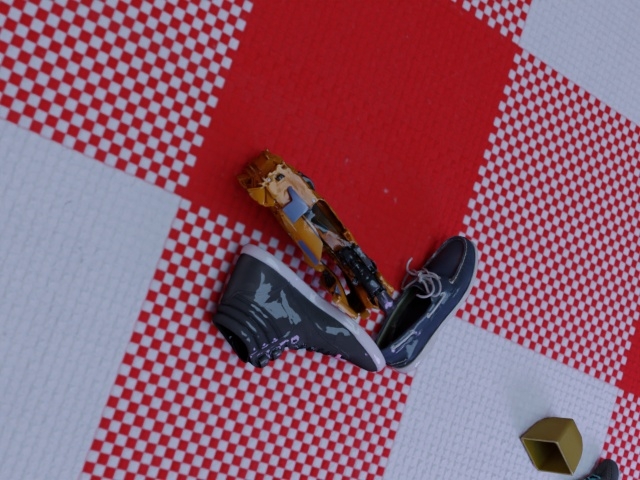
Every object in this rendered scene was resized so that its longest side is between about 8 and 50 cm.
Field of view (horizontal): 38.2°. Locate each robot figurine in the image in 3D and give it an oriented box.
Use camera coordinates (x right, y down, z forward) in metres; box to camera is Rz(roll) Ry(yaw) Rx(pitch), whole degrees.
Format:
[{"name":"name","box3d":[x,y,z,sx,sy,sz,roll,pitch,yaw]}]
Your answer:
[{"name":"robot figurine","box3d":[0.000,0.000,1.355,0.085,0.211,0.291,-39,108,-1]}]

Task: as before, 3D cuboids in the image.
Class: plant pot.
[{"name":"plant pot","box3d":[0.434,0.369,1.695,0.083,0.081,0.081,-41,111,-35]}]

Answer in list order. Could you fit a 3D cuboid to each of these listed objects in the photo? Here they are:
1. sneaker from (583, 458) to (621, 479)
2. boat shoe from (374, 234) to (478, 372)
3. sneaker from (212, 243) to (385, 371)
[{"name":"sneaker","box3d":[0.509,0.478,1.754,0.076,0.065,0.166,44,68,-21]},{"name":"boat shoe","box3d":[0.169,0.092,1.515,0.079,0.095,0.254,41,80,-38]},{"name":"sneaker","box3d":[-0.040,0.147,1.385,0.296,0.104,0.147,40,75,-22]}]
